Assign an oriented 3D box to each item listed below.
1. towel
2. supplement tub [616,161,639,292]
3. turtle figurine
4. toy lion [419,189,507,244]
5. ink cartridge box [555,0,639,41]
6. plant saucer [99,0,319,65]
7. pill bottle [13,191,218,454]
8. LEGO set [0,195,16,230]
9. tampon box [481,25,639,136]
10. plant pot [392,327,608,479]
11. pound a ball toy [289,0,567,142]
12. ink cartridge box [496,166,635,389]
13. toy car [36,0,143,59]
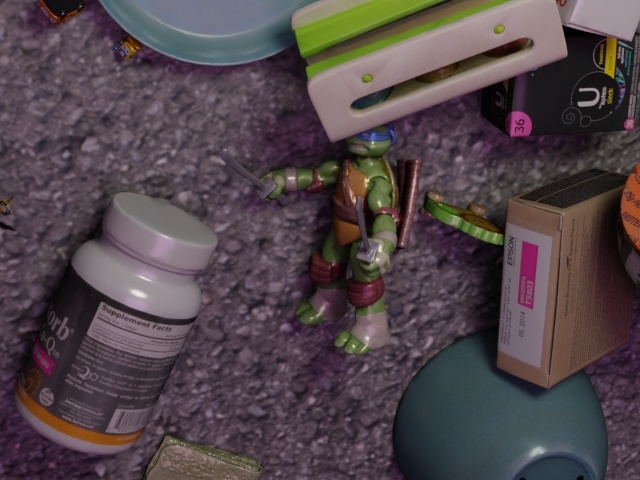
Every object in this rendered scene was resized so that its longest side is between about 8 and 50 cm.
[{"bbox_3d":[-0.161,0.321,1.536,0.148,0.027,0.110,21,105,-21],"label":"towel"},{"bbox_3d":[0.483,0.018,1.416,0.207,0.207,0.338,-44,145,5],"label":"supplement tub"},{"bbox_3d":[0.000,0.000,1.363,0.198,0.274,0.266,10,117,18],"label":"turtle figurine"},{"bbox_3d":[0.184,-0.023,1.451,0.100,0.096,0.034,16,106,-19],"label":"toy lion"},{"bbox_3d":[0.320,-0.352,1.322,0.093,0.160,0.219,12,109,-20],"label":"ink cartridge box"},{"bbox_3d":[-0.110,-0.352,1.275,0.318,0.043,0.317,-5,113,-13],"label":"plant saucer"},{"bbox_3d":[-0.235,0.095,1.354,0.162,0.162,0.278,21,104,-21],"label":"pill bottle"},{"bbox_3d":[-0.515,-0.040,1.251,0.331,0.192,0.255,37,128,-21],"label":"LEGO set"},{"bbox_3d":[0.289,-0.198,1.406,0.161,0.101,0.120,-5,112,-13],"label":"tampon box"},{"bbox_3d":[0.263,0.287,1.540,0.290,0.195,0.290,-5,113,-13],"label":"plant pot"},{"bbox_3d":[0.133,-0.249,1.295,0.319,0.208,0.135,-20,139,7],"label":"pound a ball toy"},{"bbox_3d":[0.317,0.043,1.473,0.193,0.088,0.234,-18,118,-41],"label":"ink cartridge box"},{"bbox_3d":[-0.260,-0.229,1.279,0.122,0.060,0.040,40,129,-18],"label":"toy car"}]
